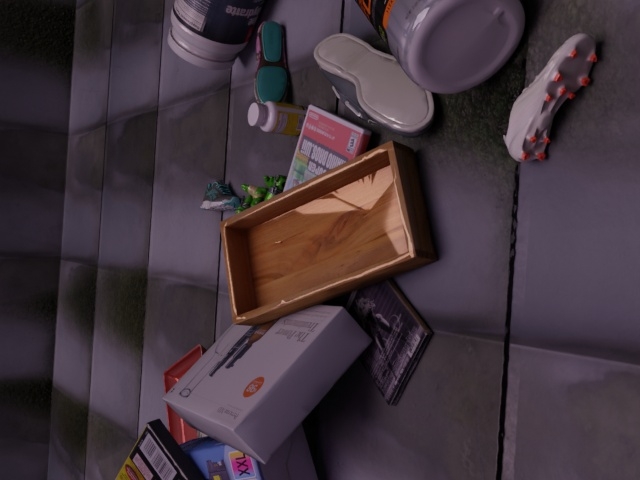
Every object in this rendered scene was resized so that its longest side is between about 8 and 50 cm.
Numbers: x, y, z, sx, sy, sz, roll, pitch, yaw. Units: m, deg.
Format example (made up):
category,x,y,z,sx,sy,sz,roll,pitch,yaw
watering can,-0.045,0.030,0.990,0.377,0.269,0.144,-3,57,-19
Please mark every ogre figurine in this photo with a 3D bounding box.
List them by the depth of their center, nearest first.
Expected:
category,x,y,z,sx,sy,sz,roll,pitch,yaw
ogre figurine,-0.129,-0.067,1.795,0.197,0.097,0.118,-7,63,43

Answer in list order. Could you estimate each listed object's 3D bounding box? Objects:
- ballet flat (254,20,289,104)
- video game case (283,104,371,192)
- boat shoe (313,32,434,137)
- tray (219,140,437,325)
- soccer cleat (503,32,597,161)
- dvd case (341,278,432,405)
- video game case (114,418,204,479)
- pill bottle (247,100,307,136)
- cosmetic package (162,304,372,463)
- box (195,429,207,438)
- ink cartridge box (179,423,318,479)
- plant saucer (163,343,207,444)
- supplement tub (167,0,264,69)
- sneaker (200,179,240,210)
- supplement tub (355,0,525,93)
category,x,y,z,sx,sy,sz,roll,pitch,yaw
ballet flat,-0.111,-0.371,1.821,0.079,0.077,0.221,124,146,-67
video game case,-0.006,-0.100,1.592,0.204,0.025,0.285,36,113,53
boat shoe,0.102,-0.259,1.463,0.319,0.116,0.099,47,169,42
tray,0.000,0.000,1.472,0.411,0.076,0.202,-22,68,34
soccer cleat,0.302,-0.197,1.131,0.076,0.068,0.196,61,139,45
dvd case,0.105,0.152,1.457,0.221,0.018,0.164,54,132,45
video game case,-0.289,0.521,1.589,0.275,0.035,0.248,47,123,23
pill bottle,-0.087,-0.252,1.715,0.065,0.116,0.065,-11,77,57
cosmetic package,-0.112,0.243,1.547,0.284,0.097,0.377,-49,19,-21
box,-0.208,0.413,1.849,0.275,0.113,0.094,59,135,44
ink cartridge box,-0.184,0.519,1.624,0.395,0.151,0.270,-22,82,40
plant saucer,-0.315,0.418,2.082,0.258,0.048,0.259,-39,56,50
supplement tub,-0.230,-0.549,1.906,0.272,0.191,0.191,-61,40,35
sneaker,-0.241,-0.110,2.006,0.166,0.065,0.076,3,85,57
supplement tub,0.155,-0.385,1.264,0.193,0.194,0.316,-61,39,35
